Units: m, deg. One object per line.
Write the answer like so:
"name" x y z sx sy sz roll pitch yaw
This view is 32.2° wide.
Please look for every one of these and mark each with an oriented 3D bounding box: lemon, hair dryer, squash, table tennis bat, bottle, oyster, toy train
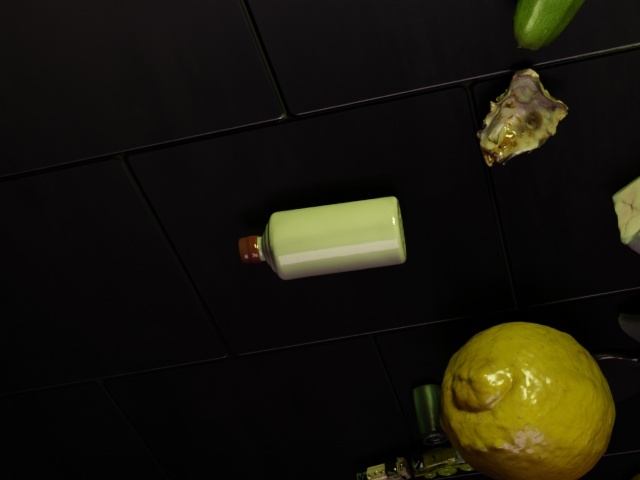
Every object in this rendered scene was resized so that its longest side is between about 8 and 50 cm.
"lemon" 0.346 0.271 1.823 0.316 0.285 0.285 -10 148 -38
"hair dryer" 0.227 0.339 2.029 0.057 0.100 0.198 -19 149 20
"squash" 0.303 -0.345 1.286 0.082 0.082 0.292 14 137 -15
"table tennis bat" 0.529 0.228 1.946 0.150 0.027 0.236 32 130 -29
"bottle" 0.000 0.000 1.642 0.245 0.104 0.104 -8 136 8
"oyster" 0.264 -0.161 1.505 0.103 0.051 0.148 34 120 -17
"toy train" 0.185 0.439 2.143 0.250 0.053 0.085 -18 147 18

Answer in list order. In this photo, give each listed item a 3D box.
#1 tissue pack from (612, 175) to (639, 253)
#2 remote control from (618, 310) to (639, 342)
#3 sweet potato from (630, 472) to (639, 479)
"tissue pack" 0.665 -0.022 1.601 0.394 0.124 0.288 26 136 -26
"remote control" 0.639 0.144 1.703 0.107 0.044 0.378 35 160 -30
"sweet potato" 0.667 0.539 2.259 0.081 0.062 0.233 5 143 17
